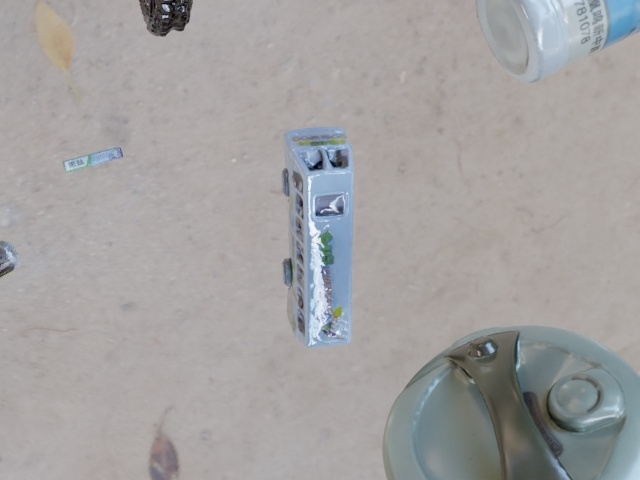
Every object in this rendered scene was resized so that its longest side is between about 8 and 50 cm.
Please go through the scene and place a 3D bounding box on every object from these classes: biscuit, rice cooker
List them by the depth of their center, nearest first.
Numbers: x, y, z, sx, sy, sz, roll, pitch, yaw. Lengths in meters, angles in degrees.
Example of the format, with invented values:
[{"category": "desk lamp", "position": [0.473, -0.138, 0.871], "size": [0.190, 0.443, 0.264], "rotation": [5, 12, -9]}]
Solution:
[{"category": "biscuit", "position": [-0.169, -0.315, 1.038], "size": [0.053, 0.194, 0.194], "rotation": [-6, 91, -14]}, {"category": "rice cooker", "position": [0.244, 0.289, 1.144], "size": [0.335, 0.335, 0.325], "rotation": [-46, 137, -24]}]

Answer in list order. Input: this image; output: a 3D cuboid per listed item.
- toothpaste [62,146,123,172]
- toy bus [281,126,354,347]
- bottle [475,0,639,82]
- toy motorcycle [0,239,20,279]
[{"category": "toothpaste", "position": [-0.324, -0.115, 1.388], "size": [0.083, 0.020, 0.017], "rotation": [-18, 105, -20]}, {"category": "toy bus", "position": [0.000, 0.000, 1.485], "size": [0.109, 0.136, 0.329], "rotation": [-5, 117, -8]}, {"category": "bottle", "position": [0.179, -0.145, 0.465], "size": [0.217, 0.060, 0.060], "rotation": [-27, 102, -9]}, {"category": "toy motorcycle", "position": [-0.577, 0.085, 1.325], "size": [0.341, 0.223, 0.107], "rotation": [-25, 91, -7]}]
